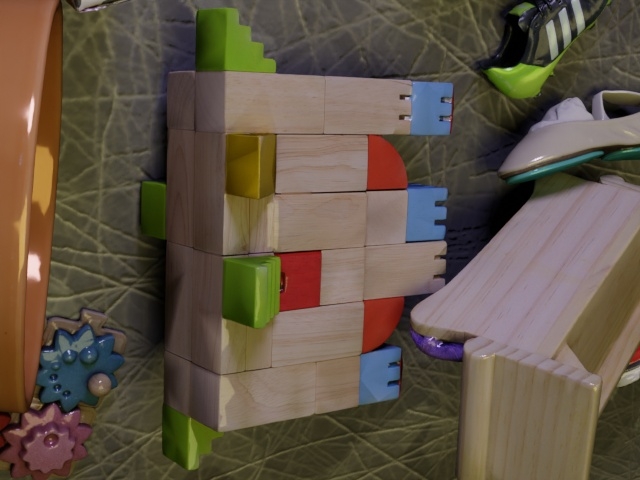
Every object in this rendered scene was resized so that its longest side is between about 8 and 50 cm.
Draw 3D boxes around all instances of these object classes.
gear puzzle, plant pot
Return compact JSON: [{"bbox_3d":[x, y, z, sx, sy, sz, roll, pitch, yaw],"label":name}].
[{"bbox_3d":[-0.333,0.116,0.872,0.339,0.044,0.175,18,103,-32],"label":"gear puzzle"},{"bbox_3d":[-0.290,-0.031,0.708,0.204,0.291,0.290,4,111,-11],"label":"plant pot"}]

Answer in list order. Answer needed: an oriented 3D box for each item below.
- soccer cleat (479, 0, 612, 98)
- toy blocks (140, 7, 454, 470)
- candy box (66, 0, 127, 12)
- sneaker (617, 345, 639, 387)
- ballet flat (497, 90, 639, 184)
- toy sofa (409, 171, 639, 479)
[{"bbox_3d":[0.225,-0.221,1.006,0.072,0.060,0.179,29,100,-33],"label":"soccer cleat"},{"bbox_3d":[0.000,0.000,0.920,0.261,0.191,0.381,-3,99,-36],"label":"toy blocks"},{"bbox_3d":[-0.181,-0.288,0.701,0.071,0.159,0.233,-21,119,-17],"label":"candy box"},{"bbox_3d":[0.303,0.110,1.174,0.279,0.107,0.118,-31,109,-17],"label":"sneaker"},{"bbox_3d":[0.283,-0.114,1.080,0.248,0.086,0.086,-10,116,-26],"label":"ballet flat"},{"bbox_3d":[0.232,0.077,0.998,0.362,0.177,0.150,-41,139,-47],"label":"toy sofa"}]
